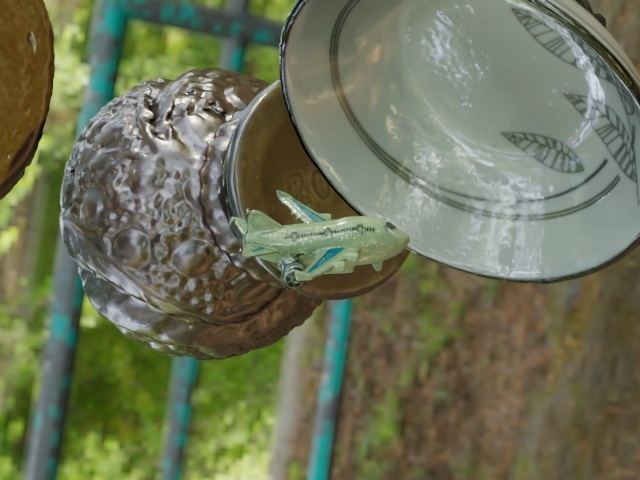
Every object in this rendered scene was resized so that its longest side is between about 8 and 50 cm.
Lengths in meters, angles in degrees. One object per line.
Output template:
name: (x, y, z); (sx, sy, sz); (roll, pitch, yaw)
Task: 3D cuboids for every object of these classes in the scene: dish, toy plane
dish: (0.127, -0.114, 1.480); (0.106, 0.316, 0.316); (-57, -1, -39)
toy plane: (0.000, 0.003, 0.898); (0.080, 0.083, 0.033); (-106, 22, -62)

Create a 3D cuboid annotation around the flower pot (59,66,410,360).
flower pot: (-0.060, -0.033, 1.700); (0.267, 0.266, 0.266); (-11, 69, 58)

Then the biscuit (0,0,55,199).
biscuit: (-0.262, -0.111, 1.220); (0.042, 0.226, 0.226); (-2, 78, 51)
